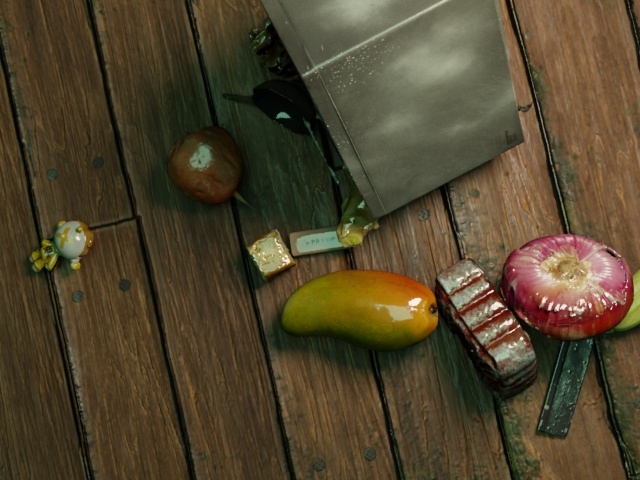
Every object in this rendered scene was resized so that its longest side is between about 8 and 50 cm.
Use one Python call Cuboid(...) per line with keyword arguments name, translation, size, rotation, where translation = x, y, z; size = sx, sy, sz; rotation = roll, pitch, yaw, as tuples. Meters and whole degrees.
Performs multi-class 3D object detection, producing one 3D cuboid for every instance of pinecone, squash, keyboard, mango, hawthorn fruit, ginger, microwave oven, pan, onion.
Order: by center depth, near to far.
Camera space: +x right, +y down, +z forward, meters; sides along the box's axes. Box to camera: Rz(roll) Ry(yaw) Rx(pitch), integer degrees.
Cuboid(name="microwave oven", translation=(0.132, -0.290, 1.616), size=(0.374, 0.432, 0.236), rotation=(-27, 58, 3))
Cuboid(name="onion", translation=(0.429, 0.095, 1.729), size=(0.230, 0.163, 0.230), rotation=(-4, 47, 4))
Cuboid(name="squash", translation=(0.566, 0.097, 1.754), size=(0.224, 0.094, 0.094), rotation=(-43, 82, 14))
Cuboid(name="keyboard", translation=(0.445, 0.259, 1.793), size=(0.060, 0.018, 0.195), rotation=(16, 91, 2))
Cuboid(name="pinecone", translation=(-0.030, -0.367, 1.798), size=(0.205, 0.184, 0.179), rotation=(0, 90, -26))
Cuboid(name="mango", translation=(0.074, 0.123, 1.799), size=(0.289, 0.129, 0.146), rotation=(9, 104, 14))
Cuboid(name="ginger", translation=(0.096, -0.083, 1.829), size=(0.115, 0.081, 0.205), rotation=(10, 82, -5))
Cuboid(name="hawthorn fruit", translation=(-0.205, -0.130, 1.844), size=(0.149, 0.149, 0.189), rotation=(-39, 79, 6))
Cuboid(name="pan", translation=(-0.093, -0.273, 1.848), size=(0.202, 0.128, 0.048), rotation=(29, 70, 11))

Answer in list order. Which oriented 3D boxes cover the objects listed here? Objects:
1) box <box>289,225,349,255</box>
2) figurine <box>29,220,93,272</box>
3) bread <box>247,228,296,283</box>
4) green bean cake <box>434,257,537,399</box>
Cuboid(name="box", translation=(0.000, 0.000, 1.867), size=(0.115, 0.025, 0.048), rotation=(-8, 88, 8))
Cuboid(name="figurine", translation=(-0.510, 0.009, 1.931), size=(0.143, 0.068, 0.101), rotation=(-4, 80, 25))
Cuboid(name="bread", translation=(-0.093, 0.029, 1.859), size=(0.070, 0.076, 0.083), rotation=(-28, 84, -5))
Cuboid(name="green bean cake", translation=(0.292, 0.159, 1.765), size=(0.097, 0.198, 0.232), rotation=(-31, 68, -2))
